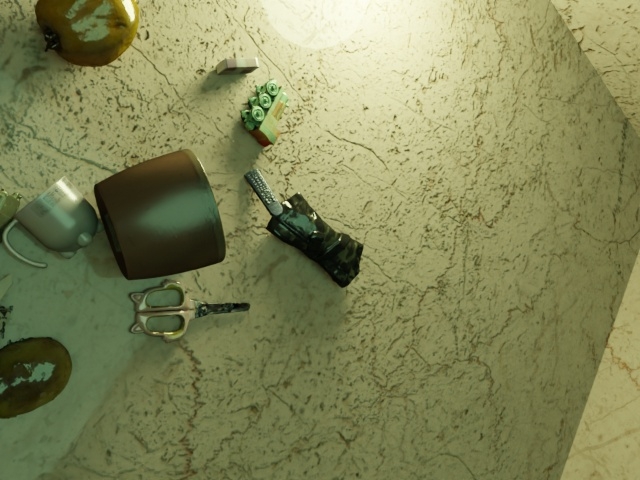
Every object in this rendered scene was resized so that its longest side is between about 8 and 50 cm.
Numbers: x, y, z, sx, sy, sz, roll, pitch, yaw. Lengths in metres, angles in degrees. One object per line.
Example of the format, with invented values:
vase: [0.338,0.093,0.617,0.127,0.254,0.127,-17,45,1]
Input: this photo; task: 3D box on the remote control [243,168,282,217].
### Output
remote control: [-0.154,-0.127,1.446,0.043,0.027,0.153,-29,79,-17]

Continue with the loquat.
loquat: [-0.518,-0.490,1.176,0.234,0.176,0.187,-43,110,-15]

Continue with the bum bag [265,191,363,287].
bum bag: [0.000,0.000,1.531,0.340,0.095,0.144,39,83,-23]

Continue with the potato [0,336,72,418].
potato: [-0.632,0.291,1.123,0.200,0.081,0.164,-27,101,-32]

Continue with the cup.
cup: [-0.567,-0.032,1.137,0.142,0.134,0.173,53,35,-21]

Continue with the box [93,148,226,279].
box: [-0.365,-0.047,1.188,0.216,0.301,0.301,-20,99,-27]

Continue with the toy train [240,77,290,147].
toy train: [-0.146,-0.360,1.473,0.118,0.074,0.176,41,62,-35]

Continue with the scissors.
scissors: [-0.324,0.176,1.355,0.317,0.024,0.160,0,87,-33]

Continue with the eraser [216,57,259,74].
eraser: [-0.223,-0.469,1.427,0.105,0.065,0.026,-14,97,-34]

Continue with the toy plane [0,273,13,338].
toy plane: [-0.677,0.181,1.064,0.082,0.160,0.234,5,82,4]

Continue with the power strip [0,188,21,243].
power strip: [-0.705,0.015,1.086,0.052,0.078,0.272,20,76,-3]
